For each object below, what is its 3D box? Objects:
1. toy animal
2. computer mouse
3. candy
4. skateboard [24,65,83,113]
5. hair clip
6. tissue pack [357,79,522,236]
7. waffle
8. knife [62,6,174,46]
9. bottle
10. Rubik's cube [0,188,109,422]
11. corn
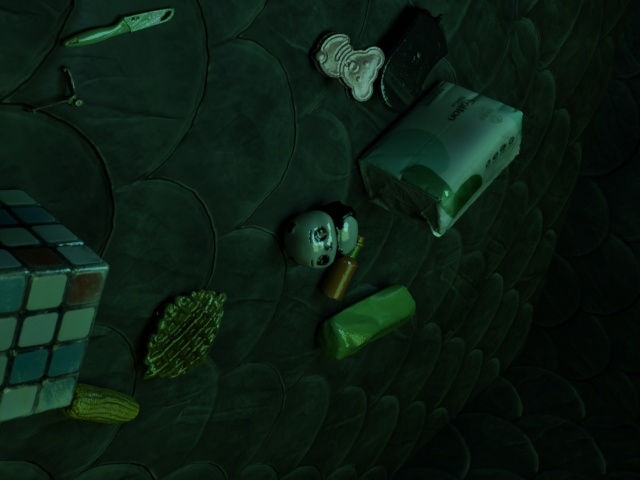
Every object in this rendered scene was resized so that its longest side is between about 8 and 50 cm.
[{"bbox_3d":[0.000,0.000,1.723,0.179,0.138,0.166,-26,120,-47],"label":"toy animal"},{"bbox_3d":[0.199,-0.426,1.679,0.264,0.088,0.147,-53,131,-7],"label":"computer mouse"},{"bbox_3d":[0.138,0.240,2.141,0.343,0.132,0.142,-22,176,-41],"label":"candy"},{"bbox_3d":[-0.407,-0.222,1.086,0.083,0.032,0.064,-32,130,-38],"label":"skateboard"},{"bbox_3d":[0.056,-0.372,1.515,0.138,0.102,0.123,20,97,-57],"label":"hair clip"},{"bbox_3d":[0.307,-0.215,1.837,0.356,0.266,0.194,-45,146,-20],"label":"tissue pack"},{"bbox_3d":[-0.296,0.204,1.574,0.208,0.054,0.214,1,110,-50],"label":"waffle"},{"bbox_3d":[-0.313,-0.336,1.128,0.207,0.014,0.030,-31,140,-38],"label":"knife"},{"bbox_3d":[0.065,0.067,1.934,0.069,0.069,0.187,19,100,-57],"label":"bottle"},{"bbox_3d":[-0.496,0.093,1.019,0.256,0.253,0.259,-7,121,-51],"label":"Rubik's cube"},{"bbox_3d":[-0.449,0.336,1.467,0.072,0.072,0.203,-57,149,-2],"label":"corn"}]
